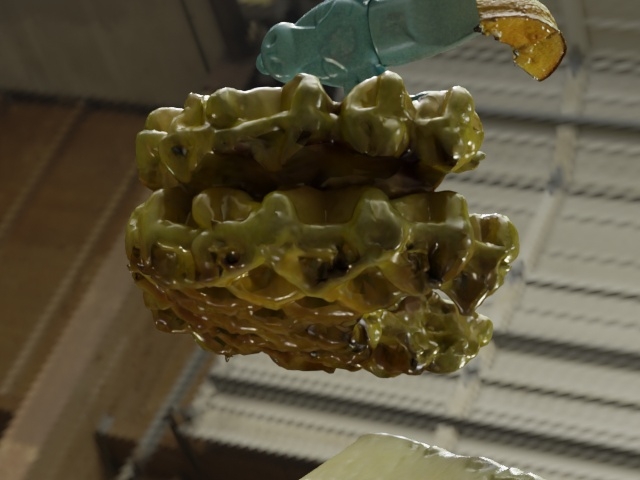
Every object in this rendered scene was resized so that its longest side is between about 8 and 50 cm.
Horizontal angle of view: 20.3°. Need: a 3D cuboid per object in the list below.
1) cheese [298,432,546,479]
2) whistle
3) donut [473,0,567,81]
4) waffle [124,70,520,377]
[{"bbox_3d":[0.140,0.332,1.393,0.104,0.384,0.384,-30,-136,-21],"label":"cheese"},{"bbox_3d":[0.053,-0.222,1.959,0.274,0.093,0.186,-13,-97,23],"label":"whistle"},{"bbox_3d":[0.143,-0.155,1.322,0.083,0.067,0.038,7,-121,-20],"label":"donut"},{"bbox_3d":[0.000,0.000,1.236,0.261,0.324,0.151,4,-109,1],"label":"waffle"}]
